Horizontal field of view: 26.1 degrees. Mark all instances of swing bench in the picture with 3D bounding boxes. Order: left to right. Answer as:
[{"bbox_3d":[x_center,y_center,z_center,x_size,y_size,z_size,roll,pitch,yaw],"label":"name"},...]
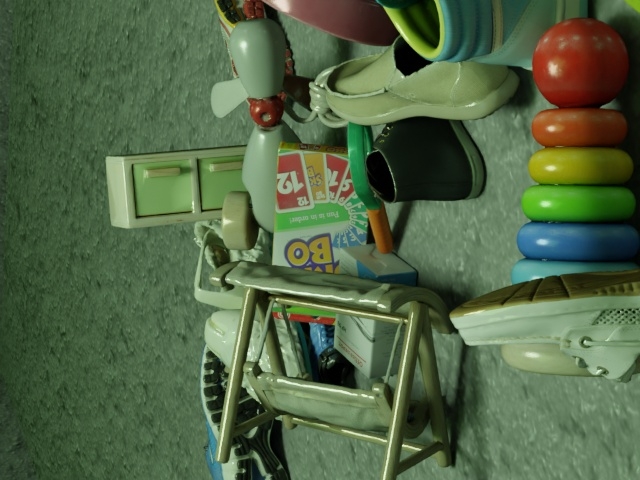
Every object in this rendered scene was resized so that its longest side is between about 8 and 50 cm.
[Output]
[{"bbox_3d":[0.016,0.152,1.667,0.253,0.165,0.254,9,105,33],"label":"swing bench"}]

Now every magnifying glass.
[{"bbox_3d":[0.062,-0.061,1.672,0.231,0.026,0.092,75,-165,-52],"label":"magnifying glass"}]

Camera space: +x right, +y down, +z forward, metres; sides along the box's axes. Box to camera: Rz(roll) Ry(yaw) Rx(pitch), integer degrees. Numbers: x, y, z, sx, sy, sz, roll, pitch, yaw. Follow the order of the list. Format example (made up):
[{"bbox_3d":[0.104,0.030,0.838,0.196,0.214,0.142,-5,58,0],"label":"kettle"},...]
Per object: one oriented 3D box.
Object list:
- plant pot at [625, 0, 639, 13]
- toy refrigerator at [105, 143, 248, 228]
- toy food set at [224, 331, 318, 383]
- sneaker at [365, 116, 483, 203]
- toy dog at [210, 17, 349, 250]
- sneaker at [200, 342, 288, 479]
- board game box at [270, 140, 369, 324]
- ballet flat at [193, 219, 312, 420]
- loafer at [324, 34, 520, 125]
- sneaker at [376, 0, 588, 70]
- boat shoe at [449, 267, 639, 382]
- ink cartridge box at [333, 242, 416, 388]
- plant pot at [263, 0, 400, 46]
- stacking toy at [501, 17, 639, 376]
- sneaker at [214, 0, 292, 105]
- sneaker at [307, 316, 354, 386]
[{"bbox_3d":[0.298,-0.294,0.990,0.207,0.227,0.228,-126,36,-58],"label":"plant pot"},{"bbox_3d":[-0.162,-0.081,1.978,0.094,0.269,0.102,-171,76,-65],"label":"toy refrigerator"},{"bbox_3d":[-0.051,0.184,2.065,0.218,0.071,0.128,28,98,59],"label":"toy food set"},{"bbox_3d":[0.090,-0.128,1.597,0.222,0.118,0.083,-122,34,-42],"label":"sneaker"},{"bbox_3d":[-0.051,-0.143,1.862,0.161,0.220,0.333,-76,3,-61],"label":"toy dog"},{"bbox_3d":[-0.143,0.304,2.209,0.147,0.130,0.330,-11,86,63],"label":"sneaker"},{"bbox_3d":[0.000,0.000,1.814,0.039,0.124,0.259,-77,-8,-62],"label":"board game box"},{"bbox_3d":[-0.114,0.102,2.005,0.409,0.147,0.147,-106,24,-46],"label":"ballet flat"},{"bbox_3d":[0.100,-0.190,1.523,0.268,0.102,0.092,3,131,47],"label":"loafer"},{"bbox_3d":[0.142,-0.318,1.327,0.127,0.208,0.319,172,91,-67],"label":"sneaker"},{"bbox_3d":[0.249,0.077,1.177,0.098,0.277,0.096,-36,-63,-67],"label":"boat shoe"},{"bbox_3d":[0.068,0.106,1.777,0.104,0.060,0.180,38,130,56],"label":"ink cartridge box"},{"bbox_3d":[0.032,-0.348,1.601,0.201,0.201,0.180,51,125,50],"label":"plant pot"},{"bbox_3d":[0.246,-0.043,1.297,0.141,0.141,0.330,-175,87,-65],"label":"stacking toy"},{"bbox_3d":[-0.096,-0.285,2.030,0.093,0.088,0.225,93,163,-72],"label":"sneaker"},{"bbox_3d":[0.016,0.133,1.904,0.084,0.058,0.152,34,123,54],"label":"sneaker"}]
